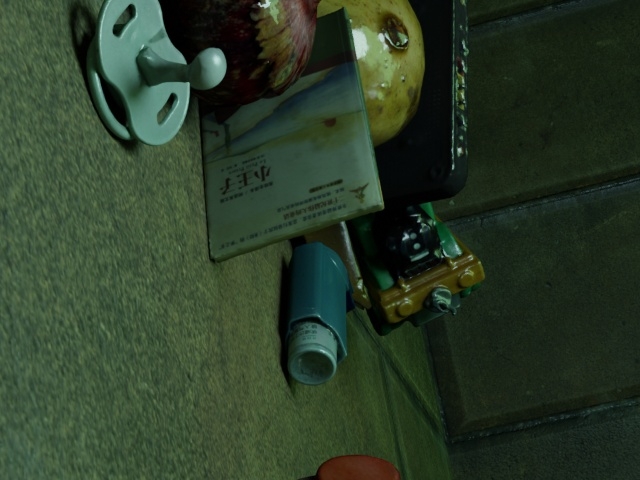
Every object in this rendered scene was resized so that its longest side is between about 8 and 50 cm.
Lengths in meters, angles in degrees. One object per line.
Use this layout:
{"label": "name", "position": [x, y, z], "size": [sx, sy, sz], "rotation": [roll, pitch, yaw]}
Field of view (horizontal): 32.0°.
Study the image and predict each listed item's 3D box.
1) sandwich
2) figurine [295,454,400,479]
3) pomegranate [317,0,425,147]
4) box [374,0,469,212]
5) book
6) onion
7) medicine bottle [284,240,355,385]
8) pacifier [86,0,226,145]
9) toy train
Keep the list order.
{"label": "sandwich", "position": [0.000, 0.000, 1.677], "size": [0.090, 0.088, 0.244], "rotation": [-84, 156, -89]}
{"label": "figurine", "position": [0.003, 0.297, 0.993], "size": [0.173, 0.173, 0.173], "rotation": [-14, 90, -81]}
{"label": "pomegranate", "position": [0.010, -0.240, 1.503], "size": [0.281, 0.281, 0.281], "rotation": [-14, 90, -81]}
{"label": "box", "position": [0.114, -0.218, 1.619], "size": [0.058, 0.211, 0.350], "rotation": [24, 62, -48]}
{"label": "book", "position": [-0.041, -0.123, 1.251], "size": [0.026, 0.201, 0.289], "rotation": [54, 22, -53]}
{"label": "onion", "position": [-0.088, -0.264, 1.197], "size": [0.246, 0.190, 0.246], "rotation": [-5, 90, -83]}
{"label": "medicine bottle", "position": [-0.003, 0.102, 1.505], "size": [0.258, 0.079, 0.124], "rotation": [-87, 162, -59]}
{"label": "pacifier", "position": [-0.139, -0.148, 0.975], "size": [0.127, 0.116, 0.150], "rotation": [-57, 142, -42]}
{"label": "toy train", "position": [0.108, -0.023, 1.775], "size": [0.429, 0.178, 0.249], "rotation": [-126, -167, -58]}
